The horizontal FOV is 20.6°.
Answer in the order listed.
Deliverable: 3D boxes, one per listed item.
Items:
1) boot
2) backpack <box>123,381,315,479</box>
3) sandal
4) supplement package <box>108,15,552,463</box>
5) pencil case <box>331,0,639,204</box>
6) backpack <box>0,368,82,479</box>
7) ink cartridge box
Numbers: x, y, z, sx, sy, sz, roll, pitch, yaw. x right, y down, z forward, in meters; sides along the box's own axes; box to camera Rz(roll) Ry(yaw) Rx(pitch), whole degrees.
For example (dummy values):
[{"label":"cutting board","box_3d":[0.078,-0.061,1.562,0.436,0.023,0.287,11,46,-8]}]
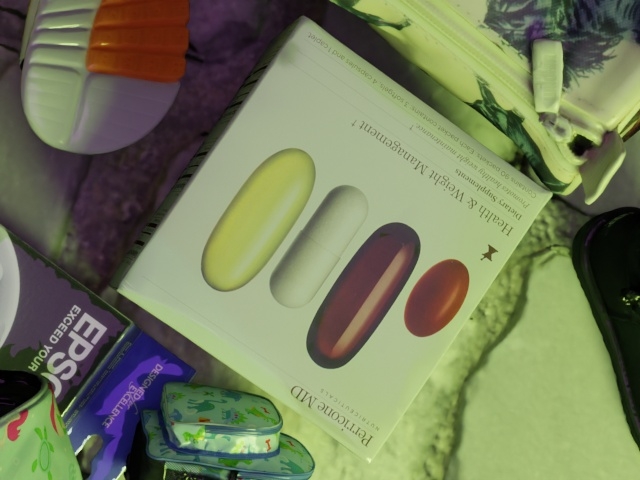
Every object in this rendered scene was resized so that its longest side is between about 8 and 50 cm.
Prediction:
[{"label":"boot","box_3d":[0.258,0.086,1.135,0.094,0.207,0.246,-27,95,-7]},{"label":"backpack","box_3d":[-0.062,0.143,1.141,0.114,0.105,0.084,13,102,-12]},{"label":"sandal","box_3d":[-0.136,-0.170,1.152,0.102,0.076,0.265,18,67,-22]},{"label":"supplement package","box_3d":[0.000,0.000,1.128,0.194,0.149,0.203,34,85,-7]},{"label":"pencil case","box_3d":[0.044,-0.198,1.080,0.410,0.183,0.160,35,117,-5]},{"label":"backpack","box_3d":[-0.256,0.173,1.016,0.253,0.225,0.191,-25,99,-13]},{"label":"ink cartridge box","box_3d":[-0.220,0.108,1.153,0.208,0.045,0.206,37,86,-9]}]
